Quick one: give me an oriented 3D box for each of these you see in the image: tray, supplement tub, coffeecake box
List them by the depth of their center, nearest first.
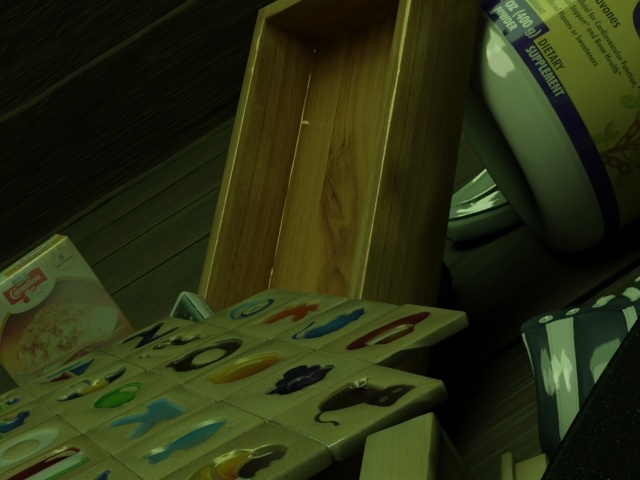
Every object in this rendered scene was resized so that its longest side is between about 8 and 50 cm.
[{"bbox_3d":[0.000,0.000,0.710,0.203,0.076,0.411,-9,65,52],"label":"tray"},{"bbox_3d":[0.278,-0.166,0.791,0.331,0.241,0.241,-31,17,4],"label":"supplement tub"},{"bbox_3d":[-0.303,0.108,1.122,0.142,0.185,0.068,-39,18,-20],"label":"coffeecake box"}]

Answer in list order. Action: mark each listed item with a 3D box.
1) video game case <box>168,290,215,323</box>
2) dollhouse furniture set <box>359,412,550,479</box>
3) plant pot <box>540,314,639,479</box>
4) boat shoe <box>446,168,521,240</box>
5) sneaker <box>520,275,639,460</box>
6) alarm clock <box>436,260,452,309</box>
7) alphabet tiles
[{"bbox_3d":[-0.101,0.155,0.684,0.173,0.022,0.190,40,107,54],"label":"video game case"},{"bbox_3d":[0.051,0.139,0.435,0.101,0.182,0.161,-25,19,20],"label":"dollhouse furniture set"},{"bbox_3d":[0.152,0.141,0.284,0.167,0.188,0.187,-44,18,-2],"label":"plant pot"},{"bbox_3d":[0.218,-0.095,0.959,0.258,0.084,0.095,-33,17,-4],"label":"boat shoe"},{"bbox_3d":[0.221,0.036,0.574,0.153,0.099,0.282,-12,29,43],"label":"sneaker"},{"bbox_3d":[0.051,0.058,0.861,0.129,0.064,0.192,-25,16,20],"label":"alarm clock"},{"bbox_3d":[-0.097,0.092,0.510,0.285,0.011,0.342,-25,12,-25],"label":"alphabet tiles"}]
